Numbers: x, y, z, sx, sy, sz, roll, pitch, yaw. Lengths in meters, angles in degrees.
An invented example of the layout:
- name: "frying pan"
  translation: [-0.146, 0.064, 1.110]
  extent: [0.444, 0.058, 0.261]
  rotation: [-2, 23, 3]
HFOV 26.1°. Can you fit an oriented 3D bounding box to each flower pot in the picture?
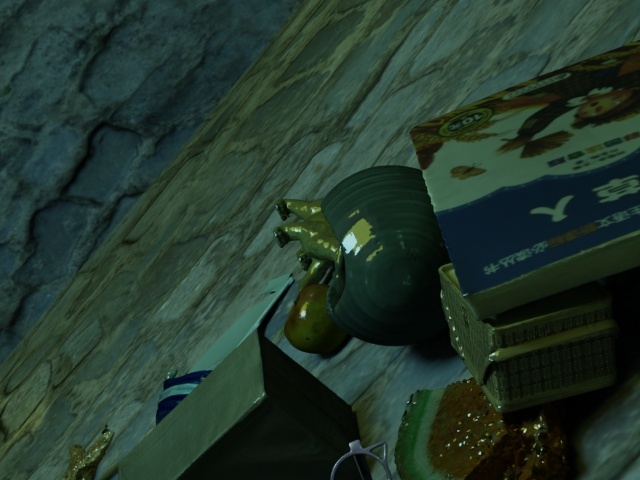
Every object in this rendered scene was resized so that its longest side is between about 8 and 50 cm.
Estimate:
- name: "flower pot"
  translation: [0.079, 0.015, 1.465]
  extent: [0.157, 0.189, 0.243]
  rotation: [-6, 13, -4]

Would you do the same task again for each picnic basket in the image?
- name: "picnic basket"
  translation: [0.177, 0.070, 1.187]
  extent: [0.115, 0.079, 0.164]
  rotation: [-14, 23, -7]

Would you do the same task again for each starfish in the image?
- name: "starfish"
  translation: [-0.386, 0.389, 2.079]
  extent: [0.302, 0.060, 0.299]
  rotation: [-42, 13, 45]

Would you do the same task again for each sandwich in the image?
- name: "sandwich"
  translation: [0.132, 0.186, 1.167]
  extent: [0.159, 0.079, 0.235]
  rotation: [-42, 19, 27]

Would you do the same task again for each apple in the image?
- name: "apple"
  translation: [-0.004, 0.098, 1.694]
  extent: [0.089, 0.074, 0.089]
  rotation: [-47, 17, 19]

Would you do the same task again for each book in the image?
- name: "book"
  translation: [0.246, -0.077, 1.282]
  extent: [0.300, 0.039, 0.428]
  rotation: [-20, 23, 5]

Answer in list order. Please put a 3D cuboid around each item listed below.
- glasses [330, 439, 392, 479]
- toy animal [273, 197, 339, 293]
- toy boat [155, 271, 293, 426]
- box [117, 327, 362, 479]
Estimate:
- name: "glasses"
  translation: [0.055, 0.252, 1.242]
  extent: [0.062, 0.140, 0.104]
  rotation: [-21, -15, 2]
- name: "toy animal"
  translation: [0.000, 0.000, 1.886]
  extent: [0.101, 0.103, 0.218]
  rotation: [-23, 18, 8]
- name: "toy boat"
  translation: [-0.132, 0.144, 1.946]
  extent: [0.220, 0.067, 0.291]
  rotation: [-23, 30, 58]
- name: "box"
  translation: [-0.089, 0.242, 1.468]
  extent: [0.231, 0.149, 0.155]
  rotation: [-45, 21, 12]
